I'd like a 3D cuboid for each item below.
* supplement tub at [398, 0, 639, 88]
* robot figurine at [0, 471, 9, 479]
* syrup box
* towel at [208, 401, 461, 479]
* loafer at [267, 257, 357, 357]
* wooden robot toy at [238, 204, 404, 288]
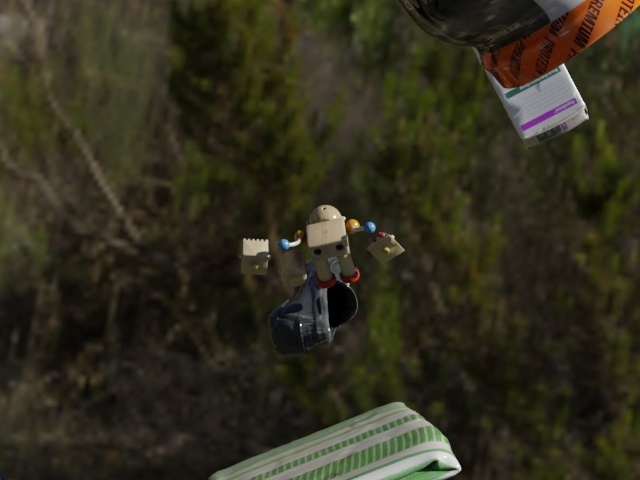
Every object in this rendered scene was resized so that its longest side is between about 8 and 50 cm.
[{"bbox_3d":[0.097,-0.291,1.327,0.338,0.207,0.207,51,-20,-9],"label":"supplement tub"},{"bbox_3d":[-0.467,0.299,2.096,0.278,0.173,0.209,48,-16,-13],"label":"robot figurine"},{"bbox_3d":[0.252,-0.244,2.346,0.096,0.236,0.093,-27,-10,9],"label":"syrup box"},{"bbox_3d":[0.003,0.241,1.858,0.248,0.038,0.325,-22,5,-6],"label":"towel"},{"bbox_3d":[0.006,0.072,2.038,0.078,0.076,0.223,-5,18,17],"label":"loafer"},{"bbox_3d":[0.000,0.000,1.939,0.173,0.079,0.076,-11,-50,4],"label":"wooden robot toy"}]
